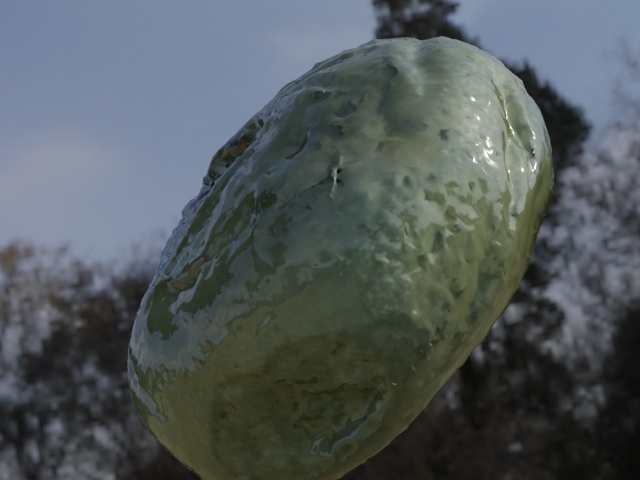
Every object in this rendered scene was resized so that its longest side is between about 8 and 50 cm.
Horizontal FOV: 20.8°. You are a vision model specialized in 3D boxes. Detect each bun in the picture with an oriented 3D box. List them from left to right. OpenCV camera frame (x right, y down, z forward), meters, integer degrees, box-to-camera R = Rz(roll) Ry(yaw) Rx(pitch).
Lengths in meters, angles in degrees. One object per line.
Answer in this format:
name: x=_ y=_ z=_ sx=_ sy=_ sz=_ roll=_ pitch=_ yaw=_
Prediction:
bun: x=-0.001 y=0.002 z=0.733 sx=0.108 sy=0.221 sz=0.221 roll=44 pitch=-43 yaw=-19
